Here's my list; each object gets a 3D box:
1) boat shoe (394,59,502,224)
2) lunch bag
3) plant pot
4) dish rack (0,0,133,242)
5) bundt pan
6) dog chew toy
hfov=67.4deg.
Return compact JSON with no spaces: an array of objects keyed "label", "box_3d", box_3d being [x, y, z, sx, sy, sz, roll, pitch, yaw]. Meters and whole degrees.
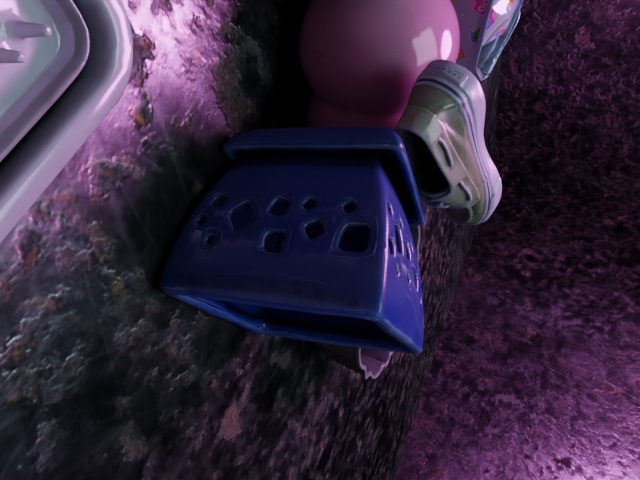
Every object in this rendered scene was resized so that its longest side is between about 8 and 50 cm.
[{"label":"boat shoe","box_3d":[0.155,-0.093,0.612,0.094,0.109,0.302,-50,144,-7]},{"label":"lunch bag","box_3d":[0.230,-0.428,0.831,0.160,0.223,0.262,-44,155,-23]},{"label":"plant pot","box_3d":[0.000,0.000,0.559,0.236,0.236,0.211,48,50,-61]},{"label":"dish rack","box_3d":[-0.239,-0.119,0.167,0.285,0.073,0.332,-66,153,-28]},{"label":"bundt pan","box_3d":[0.076,0.076,0.876,0.331,0.124,0.330,11,90,-67]},{"label":"dog chew toy","box_3d":[0.071,-0.187,0.674,0.206,0.207,0.331,-49,150,-48]}]
